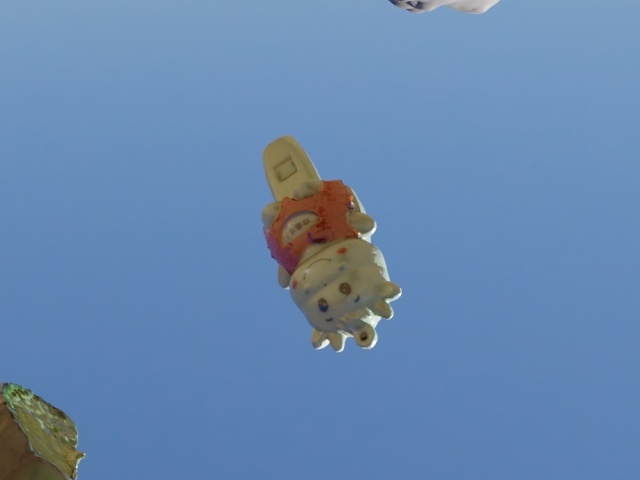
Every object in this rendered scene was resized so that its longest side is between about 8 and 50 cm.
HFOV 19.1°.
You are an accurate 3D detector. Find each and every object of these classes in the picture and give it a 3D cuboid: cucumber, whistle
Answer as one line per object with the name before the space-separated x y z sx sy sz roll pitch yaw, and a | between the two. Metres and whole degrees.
cucumber | -0.180 0.134 1.008 0.115 0.062 0.116 -52 -170 -5
whistle | 0.002 0.000 1.835 0.102 0.106 0.253 -17 -122 -10

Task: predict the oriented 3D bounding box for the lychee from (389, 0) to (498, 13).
lychee | 0.084 -0.346 1.307 0.432 0.380 0.380 -34 -159 -4
